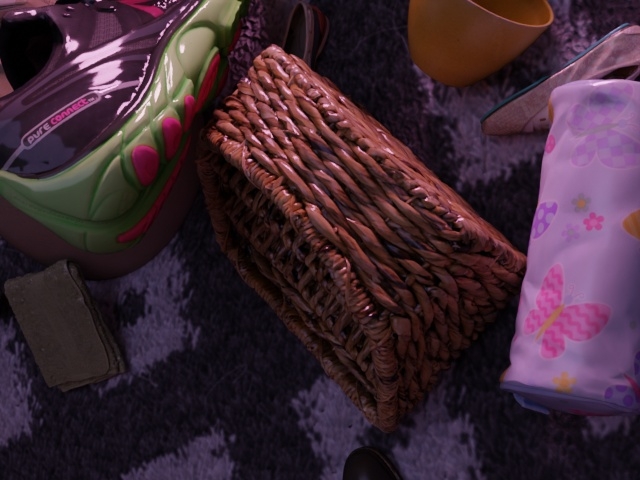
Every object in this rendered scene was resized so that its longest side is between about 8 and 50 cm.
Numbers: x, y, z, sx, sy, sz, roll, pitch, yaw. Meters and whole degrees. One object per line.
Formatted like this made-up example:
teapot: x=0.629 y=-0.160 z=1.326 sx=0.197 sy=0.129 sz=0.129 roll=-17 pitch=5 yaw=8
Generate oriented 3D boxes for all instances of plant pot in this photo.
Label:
plant pot: x=-0.298 y=-0.108 z=1.085 sx=0.284 sy=0.191 sz=0.284 roll=-7 pitch=76 yaw=28
plant pot: x=0.134 y=-0.200 z=0.904 sx=0.134 sy=0.134 sz=0.095 roll=52 pitch=131 yaw=28

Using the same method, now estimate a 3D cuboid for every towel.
towel: x=-0.288 y=0.098 z=1.093 sx=0.110 sy=0.027 sz=0.148 roll=-18 pitch=104 yaw=24

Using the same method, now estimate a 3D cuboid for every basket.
basket: x=0.000 y=0.000 z=0.874 sx=0.223 sy=0.213 sz=0.299 roll=-49 pitch=60 yaw=11

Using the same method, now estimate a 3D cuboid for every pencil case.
pencil case: x=0.220 y=0.006 z=0.784 sx=0.124 sy=0.113 sz=0.273 roll=-1 pitch=74 yaw=49

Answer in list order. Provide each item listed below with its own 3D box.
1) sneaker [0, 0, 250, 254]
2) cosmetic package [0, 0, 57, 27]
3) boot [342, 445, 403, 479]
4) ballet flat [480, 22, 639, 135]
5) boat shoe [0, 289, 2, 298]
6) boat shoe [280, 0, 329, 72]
sneaker: x=-0.191 y=-0.190 z=0.927 sx=0.202 sy=0.483 sz=0.185 roll=21 pitch=126 yaw=-4
cosmetic package: x=-0.319 y=-0.396 z=1.180 sx=0.113 sy=0.160 sz=0.309 roll=1 pitch=81 yaw=29
boot: x=0.041 y=0.290 z=0.849 sx=0.082 sy=0.106 sz=0.219 roll=-19 pitch=71 yaw=25
ballet flat: x=0.222 y=-0.130 z=0.869 sx=0.168 sy=0.057 sz=0.052 roll=-33 pitch=74 yaw=20
boat shoe: x=-0.477 y=0.105 z=1.211 sx=0.223 sy=0.080 sz=0.073 roll=-12 pitch=79 yaw=33
boat shoe: x=-0.027 y=-0.185 z=1.032 sx=0.049 sy=0.043 sz=0.137 roll=15 pitch=88 yaw=30
